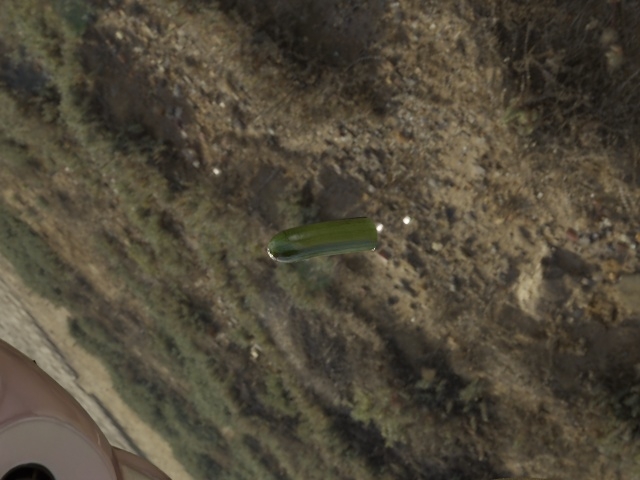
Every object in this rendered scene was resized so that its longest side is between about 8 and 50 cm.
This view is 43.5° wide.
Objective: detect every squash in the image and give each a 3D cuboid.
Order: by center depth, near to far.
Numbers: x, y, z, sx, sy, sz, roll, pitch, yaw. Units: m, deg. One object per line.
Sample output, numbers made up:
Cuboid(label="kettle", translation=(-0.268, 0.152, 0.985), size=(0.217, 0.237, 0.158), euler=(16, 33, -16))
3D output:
Cuboid(label="squash", translation=(0.000, 0.000, 0.597), size=(0.027, 0.083, 0.027), euler=(172, 90, -66))

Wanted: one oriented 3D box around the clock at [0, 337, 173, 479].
Cuboid(label="clock", translation=(-0.312, 0.232, 0.523), size=(0.368, 0.376, 0.250), euler=(43, 157, -3))

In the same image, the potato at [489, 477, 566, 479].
Cuboid(label="potato", translation=(0.056, 0.310, 0.339), size=(0.385, 0.442, 0.319), euler=(28, -179, -10))
